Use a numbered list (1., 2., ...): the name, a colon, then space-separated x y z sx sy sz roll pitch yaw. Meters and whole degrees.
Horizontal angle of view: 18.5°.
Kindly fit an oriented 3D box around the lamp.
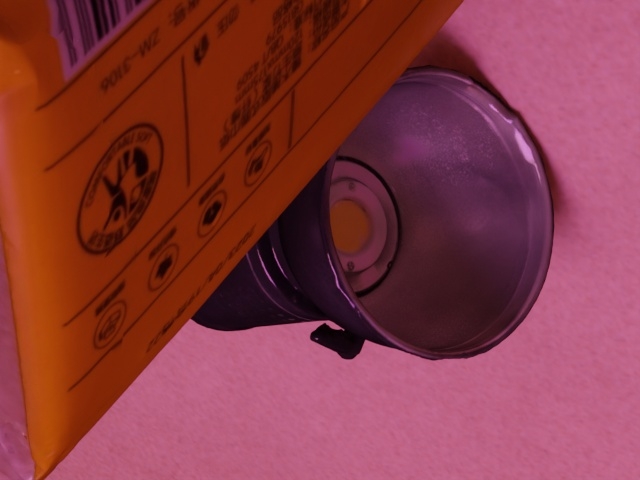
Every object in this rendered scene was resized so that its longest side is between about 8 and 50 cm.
1. lamp: 0.000 0.000 1.049 0.172 0.147 0.227 31 158 -29

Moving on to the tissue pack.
1. tissue pack: -0.089 -0.144 0.758 0.228 0.382 0.293 24 141 22
